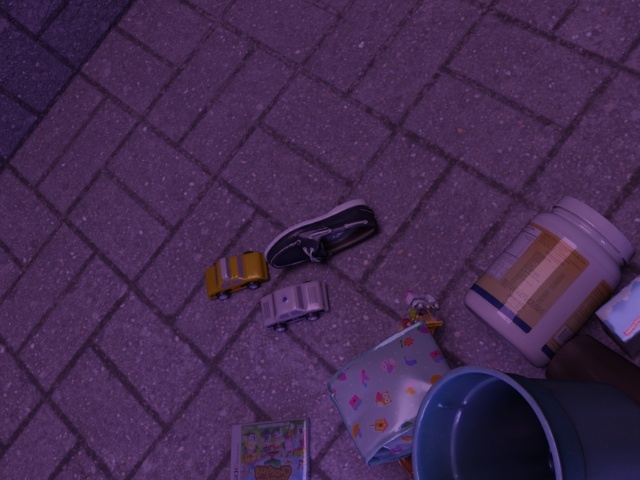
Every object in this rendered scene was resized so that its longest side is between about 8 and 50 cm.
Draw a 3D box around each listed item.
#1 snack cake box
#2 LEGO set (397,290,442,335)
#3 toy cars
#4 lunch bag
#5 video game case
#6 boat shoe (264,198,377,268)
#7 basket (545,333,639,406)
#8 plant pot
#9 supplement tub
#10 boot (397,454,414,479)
[{"bbox_3d":[0.695,0.110,1.645,0.264,0.152,0.089,-42,57,5],"label":"snack cake box"},{"bbox_3d":[0.180,0.227,1.891,0.287,0.132,0.107,-57,36,23],"label":"LEGO set"},{"bbox_3d":[-0.159,0.122,2.114,0.393,0.087,0.177,24,82,32],"label":"toy cars"},{"bbox_3d":[0.165,0.337,1.744,0.262,0.160,0.223,-28,55,0],"label":"lunch bag"},{"bbox_3d":[-0.124,0.534,1.961,0.212,0.023,0.194,-11,65,23],"label":"video game case"},{"bbox_3d":[0.000,0.000,2.061,0.302,0.114,0.091,-30,55,9],"label":"boat shoe"},{"bbox_3d":[0.578,0.307,1.628,0.204,0.154,0.227,-37,52,-7],"label":"basket"},{"bbox_3d":[0.400,0.386,1.450,0.341,0.334,0.342,-5,83,55],"label":"plant pot"},{"bbox_3d":[0.484,0.085,1.718,0.316,0.228,0.228,-48,57,1],"label":"supplement tub"},{"bbox_3d":[0.225,0.418,1.806,0.152,0.073,0.197,-26,62,10],"label":"boot"}]
